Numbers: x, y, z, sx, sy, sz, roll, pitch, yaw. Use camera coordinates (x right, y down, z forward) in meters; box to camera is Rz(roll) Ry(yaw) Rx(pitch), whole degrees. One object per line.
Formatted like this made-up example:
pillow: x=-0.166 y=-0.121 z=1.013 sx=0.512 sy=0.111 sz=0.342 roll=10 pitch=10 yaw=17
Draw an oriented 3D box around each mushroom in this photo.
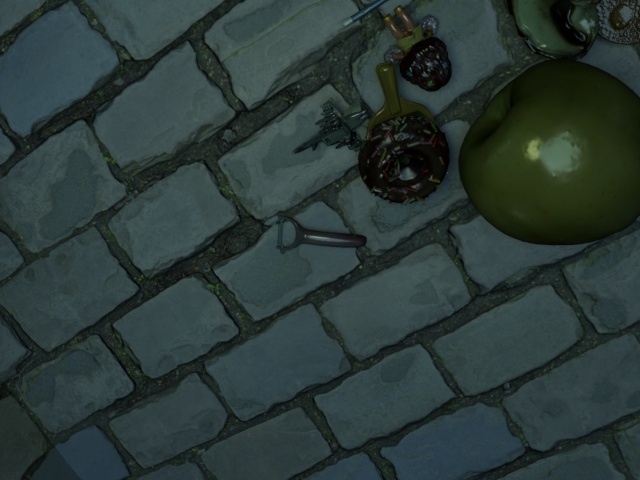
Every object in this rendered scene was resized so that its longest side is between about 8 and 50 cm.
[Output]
mushroom: x=0.588 y=-0.614 z=1.443 sx=0.247 sy=0.130 sz=0.344 roll=1 pitch=140 yaw=43

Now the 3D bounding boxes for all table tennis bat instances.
table tennis bat: x=0.212 y=-0.339 z=1.631 sx=0.198 sy=0.050 sz=0.321 roll=-15 pitch=123 yaw=8

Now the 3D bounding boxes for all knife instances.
knife: x=0.000 y=0.001 z=1.796 sx=0.277 sy=0.053 sz=0.123 roll=7 pitch=113 yaw=6

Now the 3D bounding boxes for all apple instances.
apple: x=0.586 y=-0.199 z=1.463 sx=0.473 sy=0.473 sz=0.474 roll=2 pitch=107 yaw=7

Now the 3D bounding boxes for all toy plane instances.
toy plane: x=0.026 y=-0.300 z=1.682 sx=0.262 sy=0.088 sz=0.192 roll=-31 pitch=128 yaw=19

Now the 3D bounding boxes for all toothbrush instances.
toothbrush: x=0.179 y=-0.654 z=1.590 sx=0.275 sy=0.025 sz=0.019 roll=-28 pitch=96 yaw=16

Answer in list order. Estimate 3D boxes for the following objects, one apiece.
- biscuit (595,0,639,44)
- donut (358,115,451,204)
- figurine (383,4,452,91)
biscuit: x=0.773 y=-0.603 z=1.512 sx=0.181 sy=0.049 sz=0.208 roll=-40 pitch=96 yaw=17
donut: x=0.233 y=-0.215 z=1.633 sx=0.269 sy=0.103 sz=0.270 roll=0 pitch=127 yaw=0
figurine: x=0.258 y=-0.508 z=1.572 sx=0.174 sy=0.116 sz=0.240 roll=-35 pitch=99 yaw=15
